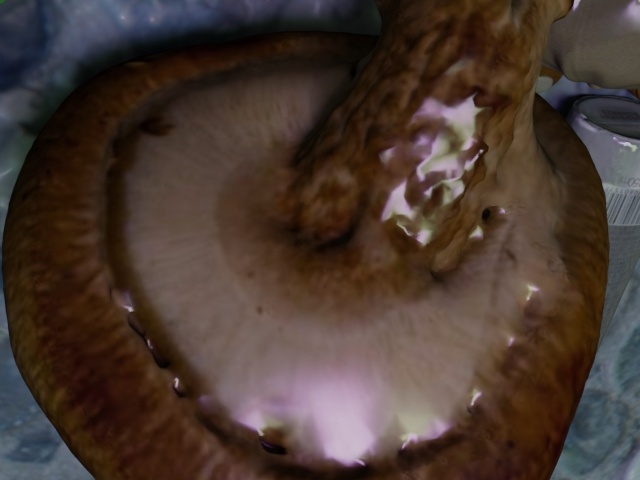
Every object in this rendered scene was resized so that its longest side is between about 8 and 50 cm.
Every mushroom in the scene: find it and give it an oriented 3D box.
[{"bbox_3d":[0.000,0.000,0.521,0.345,0.345,0.259,-8,152,-14],"label":"mushroom"}]

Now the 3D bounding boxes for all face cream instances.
[{"bbox_3d":[0.181,0.028,0.737,0.107,0.073,0.269,4,123,-16],"label":"face cream"}]

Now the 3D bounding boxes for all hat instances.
[{"bbox_3d":[0.214,-0.131,0.539,0.166,0.173,0.144,-2,116,-18],"label":"hat"}]

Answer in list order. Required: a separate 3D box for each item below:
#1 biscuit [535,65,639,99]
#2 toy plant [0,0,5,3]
[{"bbox_3d":[0.171,-0.154,0.630,0.205,0.031,0.138,11,121,-24],"label":"biscuit"},{"bbox_3d":[-0.197,-0.165,0.460,0.240,0.088,0.154,-1,138,-32],"label":"toy plant"}]
